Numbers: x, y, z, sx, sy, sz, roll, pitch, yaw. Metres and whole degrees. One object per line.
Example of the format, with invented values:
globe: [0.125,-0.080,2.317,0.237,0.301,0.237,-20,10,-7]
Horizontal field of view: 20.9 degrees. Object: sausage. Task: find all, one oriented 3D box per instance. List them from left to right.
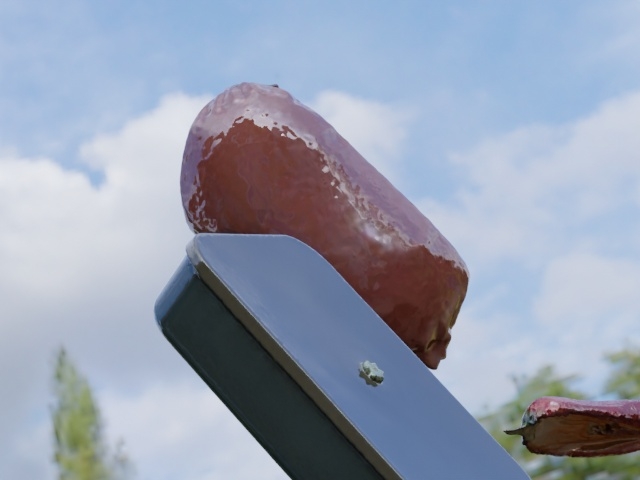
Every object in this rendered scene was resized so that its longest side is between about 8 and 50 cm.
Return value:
sausage: [0.000,0.000,1.281,0.148,0.254,0.148,-49,-7,-8]

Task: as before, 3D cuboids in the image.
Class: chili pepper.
chili pepper: [0.202,0.119,1.112,0.178,0.027,0.045,3,-50,-8]

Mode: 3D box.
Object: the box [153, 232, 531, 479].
box: [0.007,0.051,0.542,0.031,0.126,0.091,-49,-17,16]
